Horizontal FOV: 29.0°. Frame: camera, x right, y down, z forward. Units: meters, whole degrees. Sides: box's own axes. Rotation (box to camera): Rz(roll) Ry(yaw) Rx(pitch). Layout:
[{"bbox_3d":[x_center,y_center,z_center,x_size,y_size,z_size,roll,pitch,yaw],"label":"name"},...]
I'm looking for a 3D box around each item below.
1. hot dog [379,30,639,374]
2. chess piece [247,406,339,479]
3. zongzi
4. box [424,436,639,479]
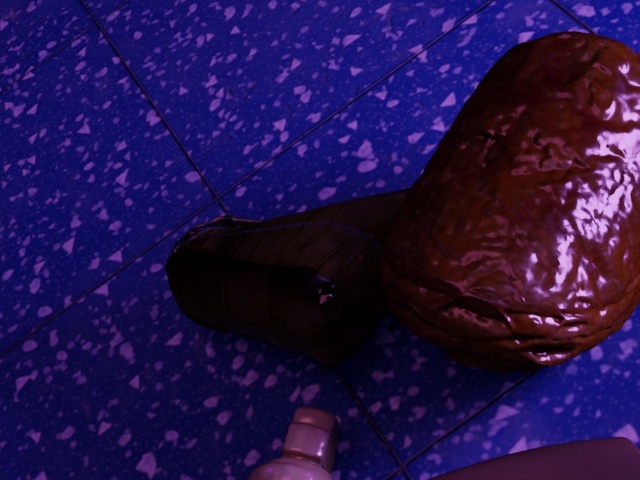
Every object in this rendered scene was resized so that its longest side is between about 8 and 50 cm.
[{"bbox_3d":[0.221,-0.032,1.274,0.267,0.174,0.387,21,65,23],"label":"hot dog"},{"bbox_3d":[-0.054,0.343,1.206,0.117,0.117,0.397,-3,53,26],"label":"chess piece"},{"bbox_3d":[0.000,0.000,1.439,0.286,0.138,0.300,14,49,42],"label":"zongzi"},{"bbox_3d":[0.198,0.307,0.995,0.216,0.301,0.301,-24,47,0],"label":"box"}]
